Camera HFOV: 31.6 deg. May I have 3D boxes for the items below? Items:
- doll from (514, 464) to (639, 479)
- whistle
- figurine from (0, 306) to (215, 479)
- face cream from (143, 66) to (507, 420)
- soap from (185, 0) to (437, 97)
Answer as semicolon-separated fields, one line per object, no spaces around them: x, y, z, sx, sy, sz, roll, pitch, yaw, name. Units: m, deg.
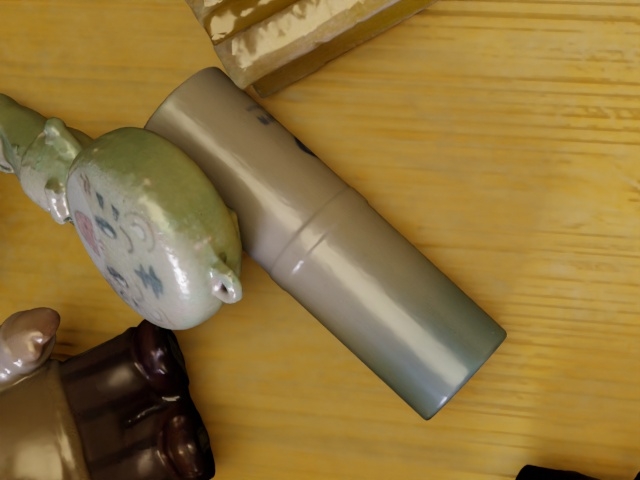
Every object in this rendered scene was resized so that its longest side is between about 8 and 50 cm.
0.135;0.230;0.690;0.127;0.088;0.248;23;106;-10;doll
-0.133;-0.028;0.705;0.258;0.067;0.126;29;141;33;whistle
-0.257;0.167;0.701;0.365;0.206;0.218;-20;96;11;figurine
0.000;0.000;0.708;0.250;0.077;0.077;44;99;8;face cream
0.036;-0.223;0.688;0.274;0.089;0.173;-27;87;12;soap
